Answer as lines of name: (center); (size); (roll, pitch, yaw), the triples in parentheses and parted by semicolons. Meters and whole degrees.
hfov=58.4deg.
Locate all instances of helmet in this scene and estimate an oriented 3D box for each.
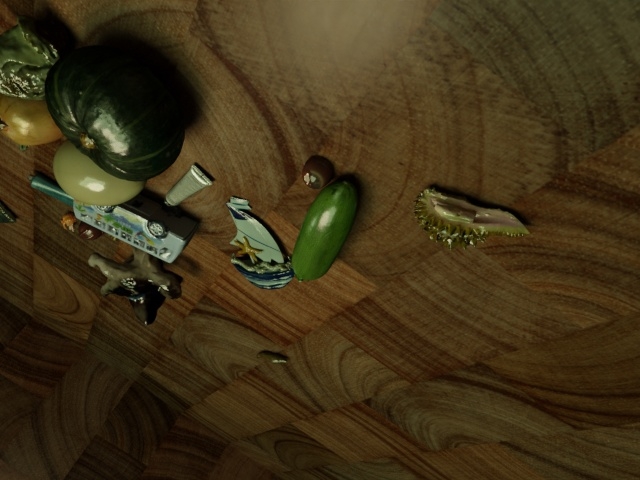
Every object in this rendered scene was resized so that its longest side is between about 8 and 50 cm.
helmet: (-0.012, -0.131, 1.190); (0.065, 0.049, 0.084); (28, 146, 2)
helmet: (-0.777, -0.028, 1.916); (0.111, 0.057, 0.089); (-11, 130, 45)

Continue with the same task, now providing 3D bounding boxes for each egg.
egg: (-0.544, -0.178, 1.422); (0.242, 0.185, 0.185); (7, 141, 15)

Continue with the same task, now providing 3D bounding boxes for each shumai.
shumai: (-0.620, -0.396, 1.206); (0.184, 0.184, 0.142); (37, 140, -9)

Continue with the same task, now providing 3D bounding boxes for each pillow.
pillow: (-1.269, -0.157, 2.152); (0.189, 0.034, 0.255); (1, 136, 37)

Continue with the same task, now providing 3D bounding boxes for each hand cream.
hand cream: (-0.343, -0.134, 1.459); (0.195, 0.042, 0.067); (-25, 110, 46)
hand cream: (-0.823, -0.146, 1.821); (0.224, 0.048, 0.083); (32, 148, -13)

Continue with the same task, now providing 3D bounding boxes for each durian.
durian: (0.275, -0.022, 1.080); (0.225, 0.078, 0.140); (13, 143, 28)

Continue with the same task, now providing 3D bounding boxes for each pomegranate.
pomegranate: (-0.682, -0.315, 1.352); (0.191, 0.191, 0.191); (21, 145, 15)

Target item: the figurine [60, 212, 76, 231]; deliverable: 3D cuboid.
figurine: (-0.858, -0.060, 1.952); (0.064, 0.047, 0.109); (57, 151, 2)

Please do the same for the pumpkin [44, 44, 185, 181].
pumpkin: (-0.422, -0.268, 1.199); (0.300, 0.207, 0.300); (33, 159, 14)

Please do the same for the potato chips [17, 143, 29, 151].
potato chips: (-0.882, -0.333, 1.602); (0.228, 0.059, 0.167); (32, 141, 7)

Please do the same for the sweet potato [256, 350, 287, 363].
sweet potato: (-0.181, 0.420, 2.054); (0.153, 0.038, 0.041); (2, 114, 39)

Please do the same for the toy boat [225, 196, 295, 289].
toy boat: (-0.171, 0.000, 1.503); (0.221, 0.067, 0.290); (7, 129, 31)

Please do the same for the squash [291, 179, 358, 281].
squash: (0.000, 0.000, 1.301); (0.107, 0.107, 0.395); (30, 147, 2)

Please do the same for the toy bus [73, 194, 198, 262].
toy bus: (-0.512, -0.058, 1.581); (0.330, 0.109, 0.135); (26, 126, -1)

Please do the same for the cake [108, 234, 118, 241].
cake: (-0.619, -0.088, 1.670); (0.080, 0.116, 0.184); (16, 148, 19)

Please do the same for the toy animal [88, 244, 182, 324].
toy animal: (-0.570, 0.139, 1.852); (0.303, 0.194, 0.344); (32, 153, 8)
